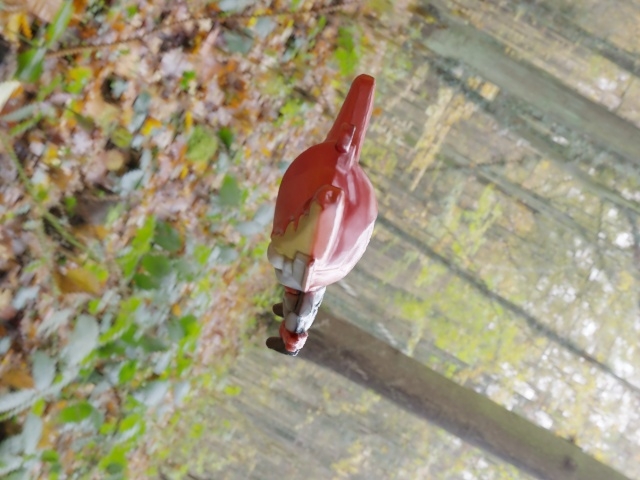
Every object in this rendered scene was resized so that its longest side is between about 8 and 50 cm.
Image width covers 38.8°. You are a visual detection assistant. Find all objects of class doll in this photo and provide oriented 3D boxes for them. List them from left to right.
[{"bbox_3d":[0.000,0.000,0.523,0.109,0.057,0.169,-73,175,-46],"label":"doll"}]
